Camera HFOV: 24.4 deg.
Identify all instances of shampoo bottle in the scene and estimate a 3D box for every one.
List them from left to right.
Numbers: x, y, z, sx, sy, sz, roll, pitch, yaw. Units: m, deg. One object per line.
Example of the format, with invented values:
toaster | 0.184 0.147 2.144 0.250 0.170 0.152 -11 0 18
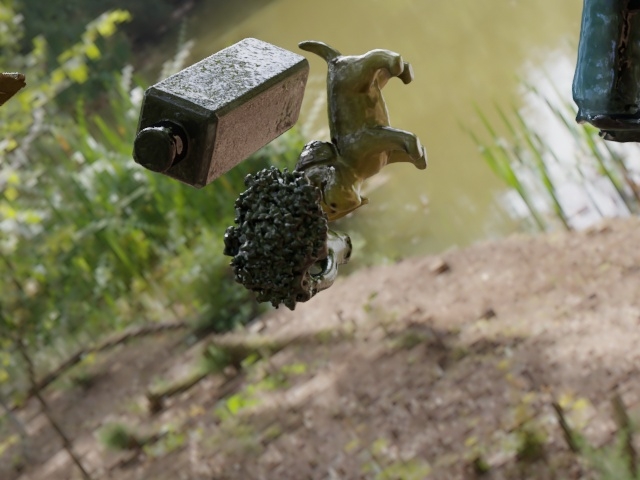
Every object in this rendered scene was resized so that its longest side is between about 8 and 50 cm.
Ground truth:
shampoo bottle | -0.097 -0.119 1.386 0.246 0.079 0.080 -40 -32 -58

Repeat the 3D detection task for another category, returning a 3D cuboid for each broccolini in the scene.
broccolini | -0.018 0.007 0.946 0.068 0.091 0.202 -18 -10 4

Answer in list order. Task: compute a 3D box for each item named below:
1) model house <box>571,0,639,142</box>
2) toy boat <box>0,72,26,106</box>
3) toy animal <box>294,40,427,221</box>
model house | 0.329 -0.214 1.131 0.237 0.303 0.215 3 -5 21
toy boat | -0.332 -0.157 1.237 0.057 0.200 0.077 8 83 40
toy animal | 0.051 -0.137 1.895 0.168 0.233 0.121 3 5 10
